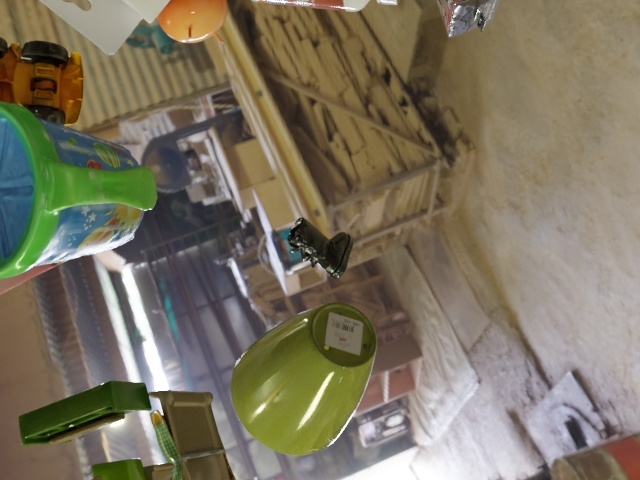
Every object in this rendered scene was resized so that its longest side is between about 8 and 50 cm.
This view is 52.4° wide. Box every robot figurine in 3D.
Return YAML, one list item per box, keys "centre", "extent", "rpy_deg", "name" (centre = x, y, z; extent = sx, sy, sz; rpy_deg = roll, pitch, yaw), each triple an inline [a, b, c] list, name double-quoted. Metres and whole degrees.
- centre: [-0.243, -0.439, 1.126]
  extent: [0.219, 0.128, 0.158]
  rpy_deg: [64, 169, 6]
  name: "robot figurine"

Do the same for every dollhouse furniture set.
- centre: [-0.268, 0.331, 0.970]
  extent: [0.197, 0.151, 0.301]
  rpy_deg: [70, -168, 20]
  name: "dollhouse furniture set"

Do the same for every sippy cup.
- centre: [-0.381, -0.067, 0.930]
  extent: [0.305, 0.240, 0.224]
  rpy_deg: [39, -161, 24]
  name: "sippy cup"

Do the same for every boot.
- centre: [0.000, 0.000, 1.022]
  extent: [0.099, 0.045, 0.121]
  rpy_deg: [38, -151, -14]
  name: "boot"

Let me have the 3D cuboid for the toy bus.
- centre: [-0.569, -0.285, 1.217]
  extent: [0.211, 0.221, 0.149]
  rpy_deg: [7, 94, 64]
  name: "toy bus"

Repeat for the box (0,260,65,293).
- centre: [-0.715, 0.020, 1.560]
  extent: [0.148, 0.232, 0.127]
  rpy_deg: [63, 176, -9]
  name: "box"

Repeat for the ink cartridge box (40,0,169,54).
- centre: [-0.239, -0.430, 0.837]
  extent: [0.207, 0.353, 0.119]
  rpy_deg: [38, -175, -28]
  name: "ink cartridge box"

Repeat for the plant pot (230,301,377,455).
- centre: [-0.011, 0.251, 1.309]
  extent: [0.274, 0.275, 0.293]
  rpy_deg: [64, 146, 25]
  name: "plant pot"

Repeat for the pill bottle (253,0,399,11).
- centre: [0.007, -0.387, 0.910]
  extent: [0.121, 0.216, 0.121]
  rpy_deg: [9, -90, -80]
  name: "pill bottle"

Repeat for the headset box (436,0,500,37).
- centre: [0.290, -0.582, 1.366]
  extent: [0.218, 0.110, 0.293]
  rpy_deg: [9, -116, -82]
  name: "headset box"
